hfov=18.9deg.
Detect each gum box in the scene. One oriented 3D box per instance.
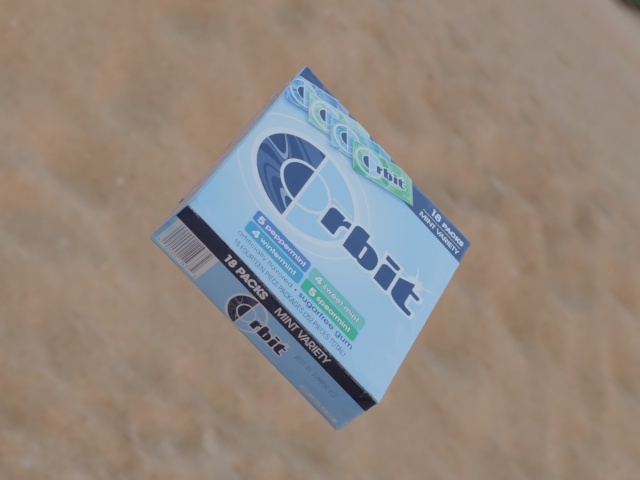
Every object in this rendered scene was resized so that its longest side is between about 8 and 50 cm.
[{"bbox_3d":[0.000,0.000,1.147,0.157,0.041,0.184,46,37,-8],"label":"gum box"}]
